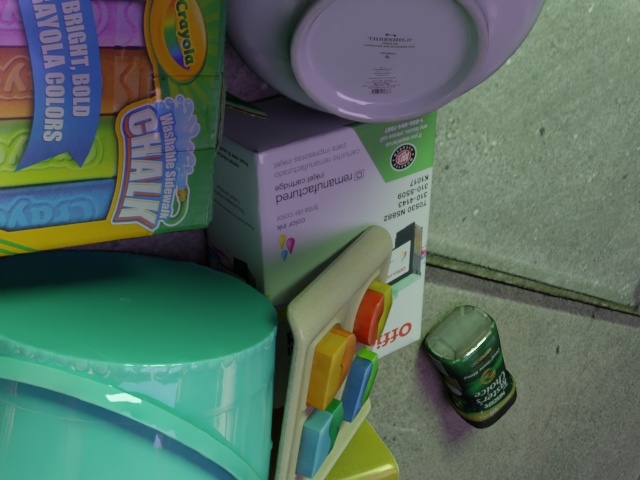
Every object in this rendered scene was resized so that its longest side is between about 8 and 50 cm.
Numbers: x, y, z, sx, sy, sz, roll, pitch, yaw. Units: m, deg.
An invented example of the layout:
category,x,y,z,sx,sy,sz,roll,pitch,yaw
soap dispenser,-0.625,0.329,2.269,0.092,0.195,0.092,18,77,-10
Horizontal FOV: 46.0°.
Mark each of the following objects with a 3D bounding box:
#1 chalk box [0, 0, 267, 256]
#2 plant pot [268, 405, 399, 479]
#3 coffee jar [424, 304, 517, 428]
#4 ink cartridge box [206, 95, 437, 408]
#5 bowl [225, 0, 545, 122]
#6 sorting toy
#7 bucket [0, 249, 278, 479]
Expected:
category,x,y,z,sx,sy,sz,roll,pitch,yaw
chalk box,-0.176,-0.110,0.514,0.289,0.180,0.179,-11,120,-36
plant pot,-0.052,0.278,0.817,0.187,0.212,0.212,-12,120,-21
coffee jar,0.214,0.181,1.052,0.096,0.079,0.184,-41,133,-14
ink cartridge box,0.000,0.000,0.755,0.201,0.117,0.278,-20,125,-30
bowl,0.046,-0.185,0.569,0.298,0.134,0.298,-1,147,-1
sorting toy,0.020,0.113,0.667,0.193,0.038,0.208,-41,140,-56
bucket,-0.165,0.128,0.596,0.281,0.281,0.183,-2,108,-38
